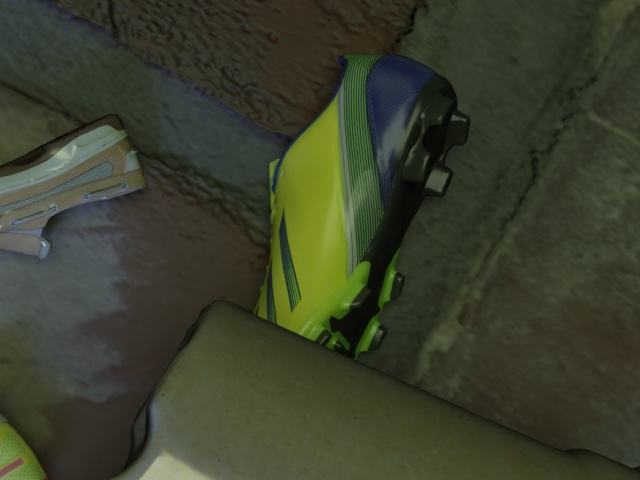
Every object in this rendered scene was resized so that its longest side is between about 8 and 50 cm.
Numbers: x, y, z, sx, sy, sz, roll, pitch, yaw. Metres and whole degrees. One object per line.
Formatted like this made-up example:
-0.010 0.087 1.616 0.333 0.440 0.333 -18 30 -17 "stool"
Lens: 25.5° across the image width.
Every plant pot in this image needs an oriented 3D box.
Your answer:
0.008 0.202 0.843 0.305 0.334 0.334 32 81 -3 "plant pot"

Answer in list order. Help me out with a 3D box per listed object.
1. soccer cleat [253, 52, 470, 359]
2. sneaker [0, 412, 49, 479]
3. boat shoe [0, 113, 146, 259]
0.001 0.000 1.007 0.121 0.093 0.289 24 85 27 "soccer cleat"
-0.265 0.206 0.939 0.094 0.081 0.208 41 80 -3 "sneaker"
-0.210 -0.018 0.982 0.190 0.068 0.072 -27 99 -10 "boat shoe"
